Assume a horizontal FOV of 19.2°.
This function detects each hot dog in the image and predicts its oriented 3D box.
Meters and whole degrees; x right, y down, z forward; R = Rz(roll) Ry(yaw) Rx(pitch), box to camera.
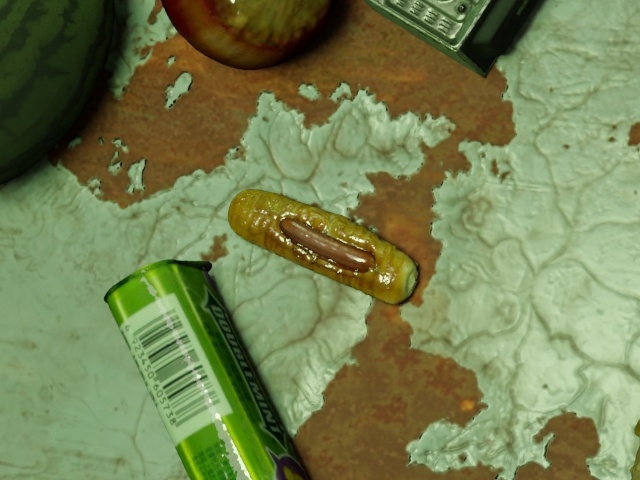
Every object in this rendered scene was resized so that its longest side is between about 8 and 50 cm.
[{"bbox_3d":[0.000,0.000,1.914,0.216,0.047,0.066,26,87,21],"label":"hot dog"}]

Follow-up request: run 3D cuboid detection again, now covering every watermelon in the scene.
[{"bbox_3d":[-0.366,-0.202,1.951,0.279,0.279,0.359,35,95,21],"label":"watermelon"}]

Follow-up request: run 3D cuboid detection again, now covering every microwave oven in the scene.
[{"bbox_3d":[0.146,-0.292,1.868,0.163,0.129,0.205,33,93,22],"label":"microwave oven"}]

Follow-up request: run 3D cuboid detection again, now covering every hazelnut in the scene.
[{"bbox_3d":[-0.087,-0.265,1.925,0.208,0.208,0.208,-3,80,19],"label":"hazelnut"}]

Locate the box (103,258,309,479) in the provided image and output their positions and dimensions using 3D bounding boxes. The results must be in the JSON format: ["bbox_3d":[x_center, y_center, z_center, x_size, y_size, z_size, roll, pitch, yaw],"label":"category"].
[{"bbox_3d":[-0.090,0.183,1.870,0.097,0.134,0.345,-33,71,16],"label":"box"}]

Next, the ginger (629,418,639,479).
[{"bbox_3d":[0.340,0.239,1.715,0.190,0.126,0.354,6,85,25],"label":"ginger"}]
